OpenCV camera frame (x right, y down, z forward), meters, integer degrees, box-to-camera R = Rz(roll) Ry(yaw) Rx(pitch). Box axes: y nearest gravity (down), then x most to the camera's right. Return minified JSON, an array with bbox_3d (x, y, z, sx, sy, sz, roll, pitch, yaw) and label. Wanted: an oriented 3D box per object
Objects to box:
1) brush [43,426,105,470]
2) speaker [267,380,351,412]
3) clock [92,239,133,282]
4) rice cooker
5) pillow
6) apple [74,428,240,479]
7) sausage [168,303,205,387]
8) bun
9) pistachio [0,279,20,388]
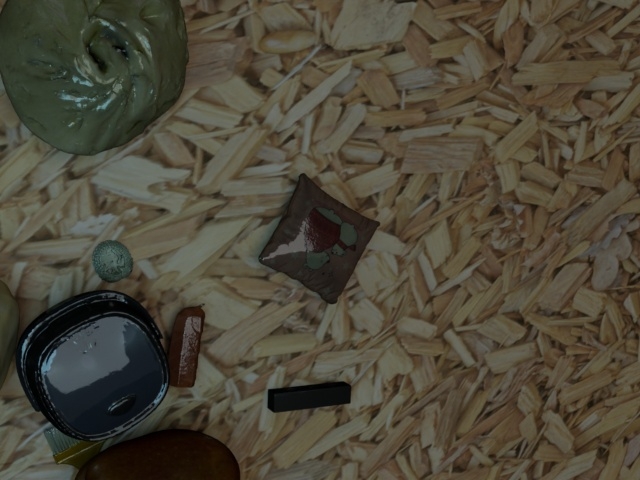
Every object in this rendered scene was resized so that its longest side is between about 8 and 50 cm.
[{"bbox_3d":[-0.441,0.467,1.372,0.103,0.013,0.272,-24,104,-24],"label":"brush"},{"bbox_3d":[-0.023,0.349,1.566,0.191,0.040,0.046,0,94,-28],"label":"speaker"},{"bbox_3d":[-0.406,0.040,1.368,0.074,0.010,0.083,-29,105,-23],"label":"clock"},{"bbox_3d":[-0.407,0.215,1.259,0.267,0.224,0.267,-2,95,-26],"label":"rice cooker"},{"bbox_3d":[0.000,0.000,1.535,0.236,0.084,0.223,31,77,-28],"label":"pillow"},{"bbox_3d":[-0.298,0.498,1.303,0.316,0.288,0.288,7,89,-26],"label":"apple"},{"bbox_3d":[-0.270,0.209,1.417,0.065,0.065,0.169,9,89,-27],"label":"sausage"},{"bbox_3d":[-0.394,-0.335,1.232,0.326,0.234,0.362,42,76,-19],"label":"bun"},{"bbox_3d":[-0.632,0.199,1.143,0.321,0.229,0.238,-66,155,-25],"label":"pistachio"}]
